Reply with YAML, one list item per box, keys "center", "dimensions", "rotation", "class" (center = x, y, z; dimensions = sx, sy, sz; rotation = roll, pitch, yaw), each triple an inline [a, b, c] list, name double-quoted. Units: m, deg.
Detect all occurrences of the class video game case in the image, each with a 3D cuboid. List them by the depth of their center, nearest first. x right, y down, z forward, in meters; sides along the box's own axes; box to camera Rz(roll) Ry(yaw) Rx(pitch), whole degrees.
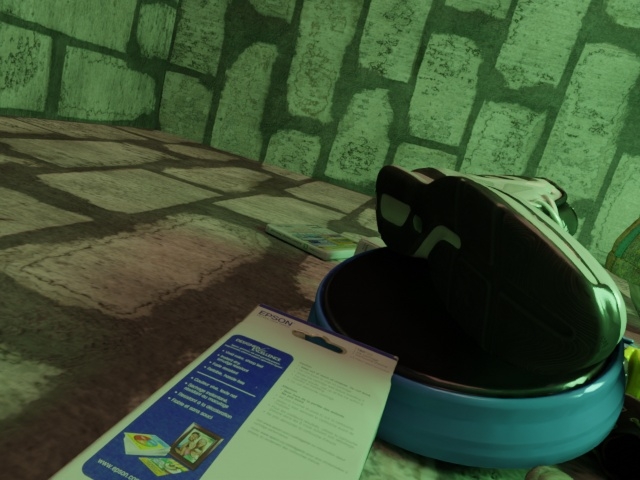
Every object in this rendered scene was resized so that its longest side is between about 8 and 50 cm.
- center: [0.000, 0.000, 1.209]
  dimensions: [0.193, 0.023, 0.212]
  rotation: [24, 15, 33]
  class: "video game case"

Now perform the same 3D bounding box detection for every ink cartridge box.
- center: [-0.052, 0.158, 0.359]
  dimensions: [0.165, 0.065, 0.332]
  rotation: [19, 20, 15]
  class: "ink cartridge box"
- center: [0.119, 0.052, 0.947]
  dimensions: [0.063, 0.109, 0.150]
  rotation: [27, 17, 29]
  class: "ink cartridge box"

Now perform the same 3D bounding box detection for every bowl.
- center: [0.174, 0.107, 0.623]
  dimensions: [0.390, 0.077, 0.391]
  rotation: [1, 23, 0]
  class: "bowl"

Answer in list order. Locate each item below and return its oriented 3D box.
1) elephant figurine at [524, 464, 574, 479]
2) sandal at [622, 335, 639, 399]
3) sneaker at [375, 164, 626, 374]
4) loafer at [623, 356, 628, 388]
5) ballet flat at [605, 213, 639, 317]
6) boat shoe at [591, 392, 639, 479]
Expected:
- center: [0.171, 0.219, 0.280]
  dimensions: [0.186, 0.169, 0.239]
  rotation: [49, 6, -8]
  class: "elephant figurine"
- center: [0.509, 0.211, 0.742]
  dimensions: [0.317, 0.126, 0.138]
  rotation: [26, 12, 31]
  class: "sandal"
- center: [0.256, -0.016, 0.601]
  dimensions: [0.257, 0.169, 0.447]
  rotation: [-6, 22, -12]
  class: "sneaker"
- center: [0.286, 0.169, 0.694]
  dimensions: [0.302, 0.095, 0.109]
  rotation: [16, 13, 0]
  class: "loafer"
- center: [0.428, 0.106, 0.502]
  dimensions: [0.348, 0.123, 0.123]
  rotation: [44, 10, -10]
  class: "ballet flat"
- center: [0.347, 0.234, 0.533]
  dimensions: [0.068, 0.081, 0.228]
  rotation: [18, 15, -8]
  class: "boat shoe"
